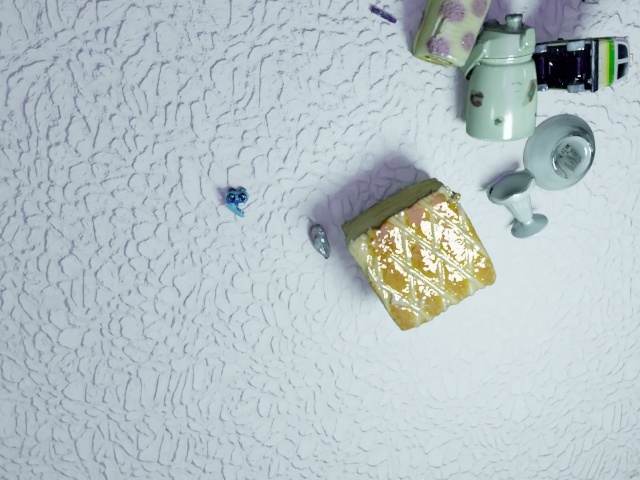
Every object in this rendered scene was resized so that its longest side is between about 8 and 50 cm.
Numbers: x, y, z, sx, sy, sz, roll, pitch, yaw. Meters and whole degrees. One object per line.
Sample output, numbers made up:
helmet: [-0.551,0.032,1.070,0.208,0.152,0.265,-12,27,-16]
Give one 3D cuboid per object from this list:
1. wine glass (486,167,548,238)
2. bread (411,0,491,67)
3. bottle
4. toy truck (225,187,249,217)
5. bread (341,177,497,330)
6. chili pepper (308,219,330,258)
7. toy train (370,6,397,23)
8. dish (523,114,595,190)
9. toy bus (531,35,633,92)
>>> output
wine glass: [0.658,-0.116,1.849,0.165,0.165,0.196,-31,116,2]
bread: [0.397,-0.679,1.602,0.155,0.187,0.338,14,104,-14]
bottle: [0.535,-0.490,1.661,0.229,0.229,0.351,-10,117,-6]
toy truck: [-0.261,-0.117,1.755,0.073,0.056,0.090,-2,122,-4]
bread: [0.309,0.030,1.773,0.371,0.279,0.390,-33,110,4]
chili pepper: [-0.001,0.000,1.839,0.050,0.041,0.153,-2,116,37]
toy train: [0.189,-0.670,1.659,0.083,0.017,0.017,22,106,-15]
dish: [0.817,-0.283,1.852,0.260,0.085,0.260,-3,109,-8]
toy bus: [0.744,-0.526,1.649,0.179,0.305,0.143,-17,110,-17]
